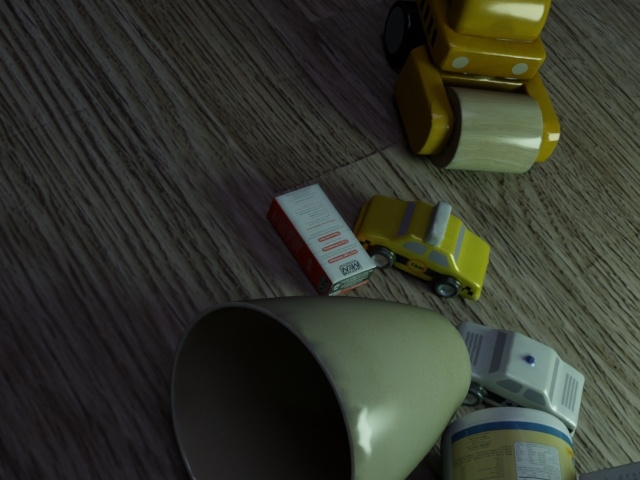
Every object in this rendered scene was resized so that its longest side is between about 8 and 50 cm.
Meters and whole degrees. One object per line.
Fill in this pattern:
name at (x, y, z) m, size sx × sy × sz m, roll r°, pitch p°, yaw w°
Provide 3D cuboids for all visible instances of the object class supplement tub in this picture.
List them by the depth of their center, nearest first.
supplement tub at (0.203, 0.293, 1.049) m, size 0.144 × 0.144 × 0.199 m, roll 11°, pitch 53°, yaw -13°

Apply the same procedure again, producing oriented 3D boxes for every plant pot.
plant pot at (0.030, 0.161, 1.040) m, size 0.274 × 0.256 × 0.256 m, roll -14°, pitch 60°, yaw -45°

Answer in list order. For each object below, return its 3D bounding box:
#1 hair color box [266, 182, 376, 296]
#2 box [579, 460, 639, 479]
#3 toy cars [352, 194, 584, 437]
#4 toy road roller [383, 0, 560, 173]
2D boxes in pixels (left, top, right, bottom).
hair color box at (0.000, 0.000, 1.253) m, size 0.072 × 0.043 × 0.141 m, roll -20°, pitch 63°, yaw -31°
box at (0.368, 0.344, 1.036) m, size 0.182 × 0.119 × 0.181 m, roll 43°, pitch 38°, yaw -41°
toy cars at (0.191, 0.077, 1.239) m, size 0.177 × 0.087 × 0.393 m, roll -19°, pitch 64°, yaw -30°
toy road roller at (0.233, -0.279, 1.416) m, size 0.203 × 0.240 × 0.329 m, roll 2°, pitch 55°, yaw -18°
